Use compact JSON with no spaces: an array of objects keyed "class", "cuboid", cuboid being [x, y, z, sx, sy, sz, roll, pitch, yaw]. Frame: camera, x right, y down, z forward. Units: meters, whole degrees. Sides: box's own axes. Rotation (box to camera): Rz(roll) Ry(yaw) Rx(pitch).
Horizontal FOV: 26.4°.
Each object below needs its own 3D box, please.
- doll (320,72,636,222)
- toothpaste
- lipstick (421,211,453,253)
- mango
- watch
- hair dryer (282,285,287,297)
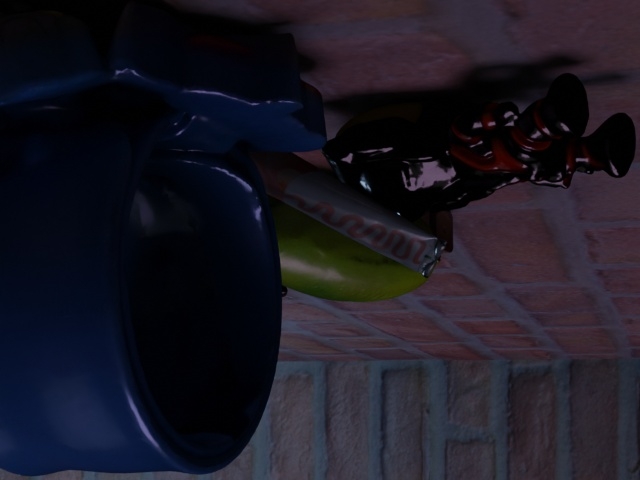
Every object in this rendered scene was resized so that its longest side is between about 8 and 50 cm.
[{"class":"doll","cuboid":[0.098,-0.061,0.976,0.249,0.088,0.127,-15,122,46]},{"class":"toothpaste","cuboid":[-0.005,-0.035,0.992,0.205,0.036,0.056,29,153,4]},{"class":"lipstick","cuboid":[0.062,-0.005,1.404,0.145,0.045,0.045,-6,171,29]},{"class":"mango","cuboid":[0.000,0.000,1.252,0.233,0.111,0.125,3,164,-26]},{"class":"watch","cuboid":[-0.132,0.006,0.818,0.241,0.274,0.305,-3,175,23]},{"class":"hair dryer","cuboid":[-0.131,0.089,1.906,0.131,0.073,0.236,10,164,-38]}]
